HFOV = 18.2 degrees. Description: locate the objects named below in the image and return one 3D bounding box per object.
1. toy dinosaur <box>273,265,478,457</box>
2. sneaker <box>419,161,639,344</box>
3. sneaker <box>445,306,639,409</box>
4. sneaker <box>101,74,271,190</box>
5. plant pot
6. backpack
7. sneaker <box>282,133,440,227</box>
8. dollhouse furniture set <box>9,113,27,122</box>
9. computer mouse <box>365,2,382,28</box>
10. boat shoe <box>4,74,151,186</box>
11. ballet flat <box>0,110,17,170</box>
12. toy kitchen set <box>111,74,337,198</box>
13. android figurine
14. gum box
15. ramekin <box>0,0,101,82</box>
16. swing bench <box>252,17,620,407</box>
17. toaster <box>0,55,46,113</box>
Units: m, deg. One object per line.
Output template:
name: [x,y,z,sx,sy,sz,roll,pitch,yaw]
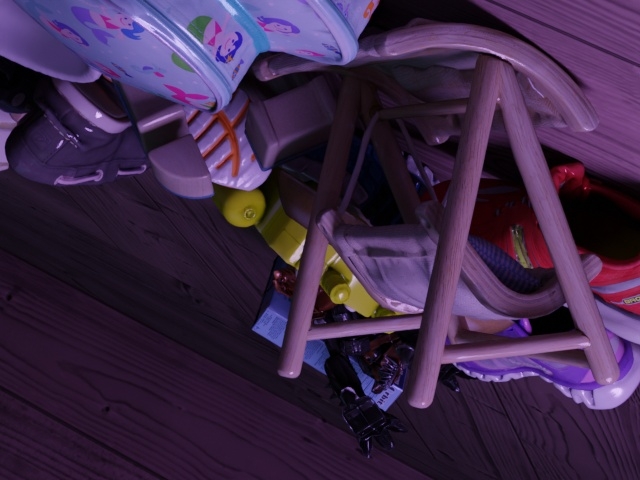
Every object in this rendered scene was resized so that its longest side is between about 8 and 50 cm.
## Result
toy dinosaur: [0.046,0.100,2.173,0.322,0.164,0.218,5,-137,-39]
sneaker: [0.184,-0.016,1.535,0.279,0.107,0.118,17,145,40]
sneaker: [0.199,0.084,1.920,0.236,0.095,0.104,12,153,45]
sneaker: [-0.125,-0.129,1.803,0.215,0.084,0.083,45,176,3]
plant pot: [0.057,0.017,1.679,0.236,0.032,0.236,33,180,0]
backpack: [-0.080,-0.190,1.163,0.253,0.191,0.225,15,161,38]
sneaker: [0.034,-0.063,1.764,0.190,0.071,0.083,34,-178,-3]
dollhouse furniture set: [-0.327,-0.173,2.025,0.144,0.123,0.151,37,168,-30]
computer mouse: [-0.046,-0.187,1.472,0.242,0.041,0.071,12,169,40]
boat shoe: [-0.212,-0.106,1.881,0.112,0.095,0.335,48,-171,6]
ballet flat: [-0.351,-0.128,2.087,0.147,0.147,0.409,28,-165,9]
toy kitchen set: [-0.091,-0.147,1.692,0.122,0.166,0.207,91,155,-77]
android figurine: [0.000,0.000,1.884,0.248,0.056,0.273,32,-167,-34]
gum box: [0.019,0.097,2.326,0.184,0.041,0.157,33,-150,-9]
ramekin: [-0.247,-0.245,1.453,0.277,0.135,0.277,28,169,6]
swing bench: [0.077,-0.026,1.421,0.165,0.255,0.253,-5,-176,-21]
toaster: [-0.333,-0.221,1.820,0.146,0.129,0.227,25,167,38]
